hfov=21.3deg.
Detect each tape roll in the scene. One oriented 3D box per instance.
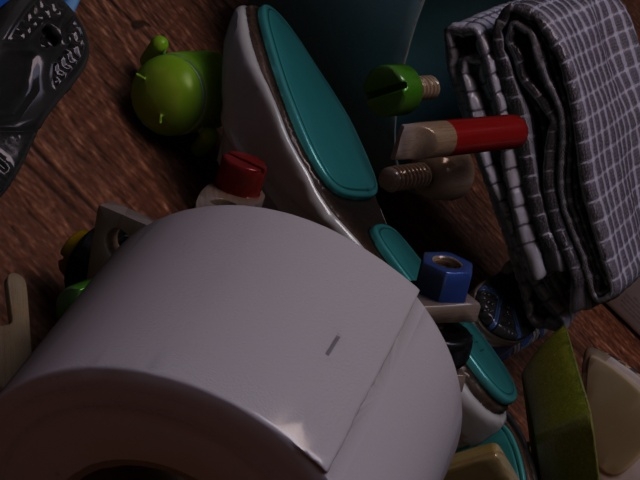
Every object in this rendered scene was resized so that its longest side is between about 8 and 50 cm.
[{"bbox_3d":[-0.057,0.125,0.968,0.246,0.246,0.169,46,37,-10],"label":"tape roll"}]

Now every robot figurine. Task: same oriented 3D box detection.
[{"bbox_3d":[-0.108,-0.121,1.385,0.115,0.067,0.101,-18,79,-60],"label":"robot figurine"}]

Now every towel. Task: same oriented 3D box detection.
[{"bbox_3d":[0.228,-0.084,1.513,0.235,0.121,0.283,-31,105,-62],"label":"towel"}]

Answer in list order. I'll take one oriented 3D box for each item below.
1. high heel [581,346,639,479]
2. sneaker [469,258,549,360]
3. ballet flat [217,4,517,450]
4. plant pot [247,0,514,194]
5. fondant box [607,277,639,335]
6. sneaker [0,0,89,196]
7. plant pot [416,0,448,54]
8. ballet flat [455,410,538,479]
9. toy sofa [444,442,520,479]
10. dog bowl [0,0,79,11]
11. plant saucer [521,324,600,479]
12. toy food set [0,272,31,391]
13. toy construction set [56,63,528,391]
[{"bbox_3d":[0.334,0.228,1.619,0.186,0.093,0.261,32,29,-53],"label":"high heel"},{"bbox_3d":[0.167,0.064,1.551,0.080,0.081,0.211,58,29,12],"label":"sneaker"},{"bbox_3d":[0.000,0.000,1.331,0.139,0.139,0.400,-7,62,-58],"label":"ballet flat"},{"bbox_3d":[0.049,-0.209,1.551,0.195,0.290,0.290,20,20,21],"label":"plant pot"},{"bbox_3d":[0.424,-0.047,1.792,0.238,0.330,0.096,43,29,-16],"label":"fondant box"},{"bbox_3d":[-0.248,-0.065,1.092,0.087,0.130,0.227,48,44,-21],"label":"sneaker"},{"bbox_3d":[0.125,-0.219,1.795,0.237,0.110,0.237,36,30,-26],"label":"plant pot"},{"bbox_3d":[0.122,0.160,1.370,0.096,0.095,0.280,37,28,-53],"label":"ballet flat"},{"bbox_3d":[0.068,0.308,1.004,0.177,0.150,0.362,58,24,-24],"label":"toy sofa"},{"bbox_3d":[-0.251,-0.211,1.279,0.166,0.074,0.297,40,31,-20],"label":"dog bowl"},{"bbox_3d":[0.199,0.190,1.390,0.188,0.045,0.188,-86,167,-71],"label":"plant saucer"},{"bbox_3d":[-0.265,0.040,1.012,0.192,0.038,0.132,24,31,-27],"label":"toy food set"},{"bbox_3d":[-0.029,0.019,1.121,0.237,0.309,0.257,-9,56,-53],"label":"toy construction set"}]
